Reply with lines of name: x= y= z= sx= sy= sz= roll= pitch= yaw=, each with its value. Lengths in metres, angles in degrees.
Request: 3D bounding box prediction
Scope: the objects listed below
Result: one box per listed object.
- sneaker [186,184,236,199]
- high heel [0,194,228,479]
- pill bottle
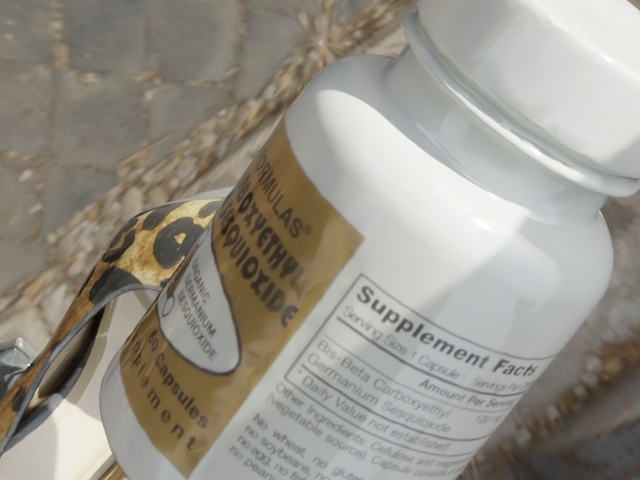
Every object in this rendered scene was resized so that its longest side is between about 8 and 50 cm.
sneaker: x=0.000 y=0.000 z=1.276 sx=0.094 sy=0.258 sz=0.091 roll=55 pitch=136 yaw=22
high heel: x=-0.092 y=0.088 z=0.829 sx=0.261 sy=0.186 sz=0.093 roll=-30 pitch=120 yaw=36
pill bottle: x=0.030 y=0.006 z=0.690 sx=0.131 sy=0.131 sz=0.229 roll=35 pitch=112 yaw=-3
